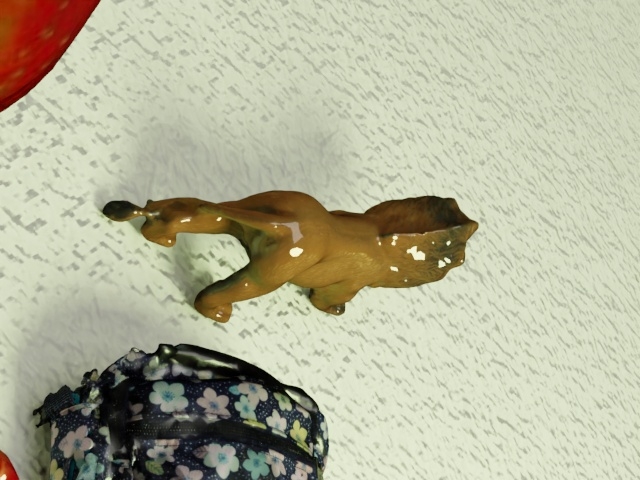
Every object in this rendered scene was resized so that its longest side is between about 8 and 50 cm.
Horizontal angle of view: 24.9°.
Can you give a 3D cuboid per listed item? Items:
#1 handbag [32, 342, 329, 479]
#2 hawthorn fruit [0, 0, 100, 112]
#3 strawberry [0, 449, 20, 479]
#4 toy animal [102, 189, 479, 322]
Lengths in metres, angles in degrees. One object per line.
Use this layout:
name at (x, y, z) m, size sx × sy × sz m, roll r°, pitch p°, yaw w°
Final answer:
handbag at (-0.080, 0.178, 0.980) m, size 0.228 × 0.126 × 0.208 m, roll 20°, pitch 59°, yaw -35°
hawthorn fruit at (-0.226, -0.198, 0.833) m, size 0.265 × 0.307 × 0.265 m, roll 35°, pitch 45°, yaw -45°
strawberry at (-0.293, 0.158, 0.624) m, size 0.292 × 0.291 × 0.310 m, roll 47°, pitch 64°, yaw -26°
toy animal at (0.000, 0.000, 1.137) m, size 0.312 × 0.157 × 0.097 m, roll 5°, pitch 68°, yaw -51°
